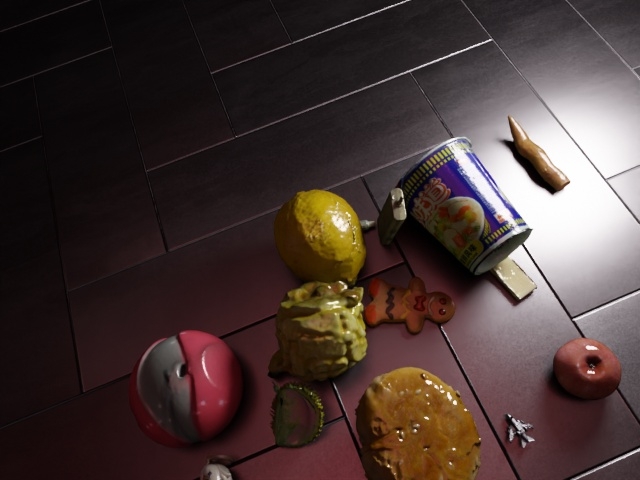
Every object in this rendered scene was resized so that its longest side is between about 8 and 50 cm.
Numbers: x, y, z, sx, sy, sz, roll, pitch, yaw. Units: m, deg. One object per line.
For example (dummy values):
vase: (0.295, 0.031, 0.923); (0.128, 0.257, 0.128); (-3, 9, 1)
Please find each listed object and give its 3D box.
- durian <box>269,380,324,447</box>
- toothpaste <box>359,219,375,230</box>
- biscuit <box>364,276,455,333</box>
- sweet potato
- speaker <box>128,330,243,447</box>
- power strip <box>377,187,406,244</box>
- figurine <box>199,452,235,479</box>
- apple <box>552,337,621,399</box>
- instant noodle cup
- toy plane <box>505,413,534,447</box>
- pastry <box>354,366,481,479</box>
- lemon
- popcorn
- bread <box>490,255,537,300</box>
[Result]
durian: (-0.060, 0.421, 1.248); (0.137, 0.221, 0.095); (1, 33, -3)
toothpaste: (0.071, -0.035, 1.523); (0.197, 0.029, 0.048); (-10, 67, 6)
biscuit: (0.253, 0.177, 1.395); (0.250, 0.036, 0.165); (6, 66, 10)
sweet potato: (0.663, -0.272, 1.546); (0.059, 0.067, 0.281); (-43, 63, 23)
speaker: (-0.356, 0.384, 1.292); (0.294, 0.294, 0.294); (-3, 64, 6)
power strip: (0.200, -0.068, 1.394); (0.034, 0.268, 0.092); (-4, 72, -5)
figurine: (-0.252, 0.606, 1.215); (0.132, 0.132, 0.154); (-4, 51, 5)
apple: (0.662, 0.318, 1.231); (0.153, 0.120, 0.153); (-3, 65, 6)
instant noodle cup: (0.400, -0.080, 1.373); (0.284, 0.284, 0.312); (-32, 66, -9)
toy plane: (0.490, 0.466, 1.230); (0.078, 0.031, 0.083); (-22, 65, -21)
pastry: (0.221, 0.470, 1.174); (0.284, 0.184, 0.316); (-16, 62, -13)
lemon: (0.000, 0.000, 1.391); (0.253, 0.253, 0.310); (-29, 79, -7)
popcorn: (0.003, 0.226, 1.290); (0.293, 0.293, 0.237); (-10, 101, 2)
bread: (0.536, 0.095, 1.405); (0.068, 0.028, 0.154); (-34, 66, -9)
